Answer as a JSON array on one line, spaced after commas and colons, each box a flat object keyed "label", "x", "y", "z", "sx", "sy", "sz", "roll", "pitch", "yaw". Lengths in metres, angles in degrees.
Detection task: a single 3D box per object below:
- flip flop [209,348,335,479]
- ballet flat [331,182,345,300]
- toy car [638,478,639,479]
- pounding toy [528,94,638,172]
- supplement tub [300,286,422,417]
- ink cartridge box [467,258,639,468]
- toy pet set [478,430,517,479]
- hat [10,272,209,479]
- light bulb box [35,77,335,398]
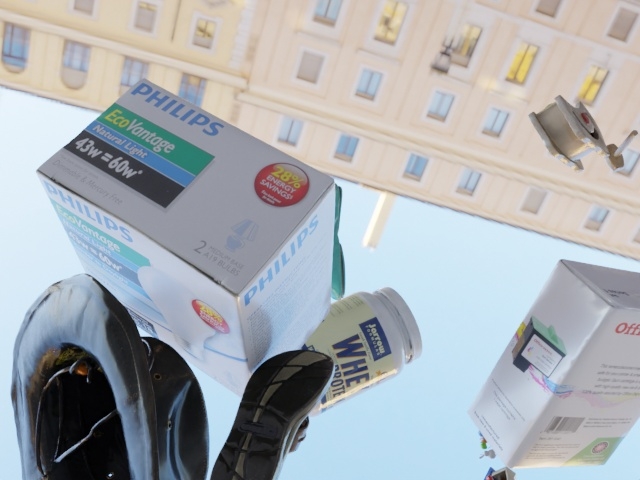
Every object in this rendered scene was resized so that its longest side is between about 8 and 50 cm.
[{"label": "flip flop", "x": -0.064, "y": 0.269, "z": 1.015, "sx": 0.112, "sy": 0.080, "sz": 0.277, "roll": 10, "pitch": -130, "yaw": 21}, {"label": "ballet flat", "x": 0.000, "y": 0.000, "z": 1.452, "sx": 0.087, "sy": 0.083, "sz": 0.247, "roll": 3, "pitch": -105, "yaw": -18}, {"label": "toy car", "x": 0.401, "y": 0.188, "z": 0.558, "sx": 0.238, "sy": 0.210, "sz": 0.219, "roll": 33, "pitch": -155, "yaw": 25}, {"label": "pounding toy", "x": 0.577, "y": -0.252, "z": 1.560, "sx": 0.269, "sy": 0.155, "sz": 0.154, "roll": 17, "pitch": -132, "yaw": -46}, {"label": "supplement tub", "x": 0.060, "y": 0.264, "z": 1.768, "sx": 0.325, "sy": 0.235, "sz": 0.235, "roll": -22, "pitch": -137, "yaw": -17}, {"label": "ink cartridge box", "x": 0.365, "y": 0.176, "z": 1.000, "sx": 0.201, "sy": 0.278, "sz": 0.117, "roll": 9, "pitch": -152, "yaw": -30}, {"label": "toy pet set", "x": 0.344, "y": 0.474, "z": 1.477, "sx": 0.114, "sy": 0.065, "sz": 0.122, "roll": 39, "pitch": -149, "yaw": -24}, {"label": "hat", "x": -0.191, "y": 0.196, "z": 0.715, "sx": 0.134, "sy": 0.331, "sz": 0.331, "roll": 3, "pitch": -149, "yaw": -45}, {"label": "light bulb box", "x": -0.183, "y": 0.011, "z": 1.105, "sx": 0.358, "sy": 0.361, "sz": 0.225, "roll": 29, "pitch": -119, "yaw": 18}]
